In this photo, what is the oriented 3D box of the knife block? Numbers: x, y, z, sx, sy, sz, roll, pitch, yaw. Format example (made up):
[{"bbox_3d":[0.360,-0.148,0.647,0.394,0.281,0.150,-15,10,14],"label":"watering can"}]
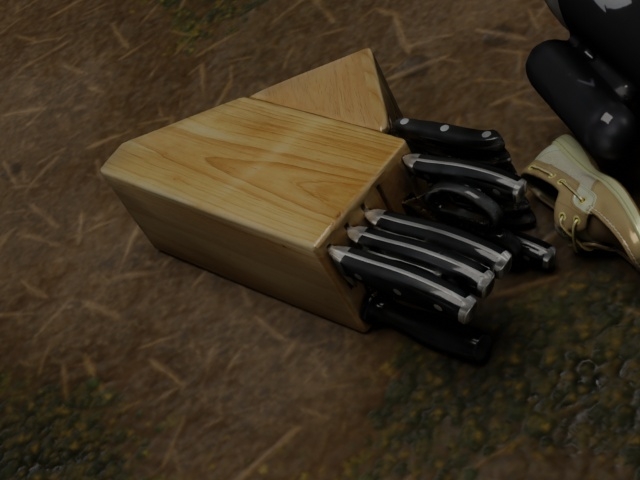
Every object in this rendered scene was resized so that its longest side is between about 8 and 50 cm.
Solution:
[{"bbox_3d":[0.000,0.000,0.885,0.276,0.088,0.242,-19,42,12],"label":"knife block"}]

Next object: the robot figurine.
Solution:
[{"bbox_3d":[0.240,-0.154,0.831,0.209,0.173,0.278,-14,39,-17],"label":"robot figurine"}]

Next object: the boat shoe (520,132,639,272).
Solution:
[{"bbox_3d":[0.162,-0.015,0.841,0.045,0.050,0.135,-33,31,3],"label":"boat shoe"}]
